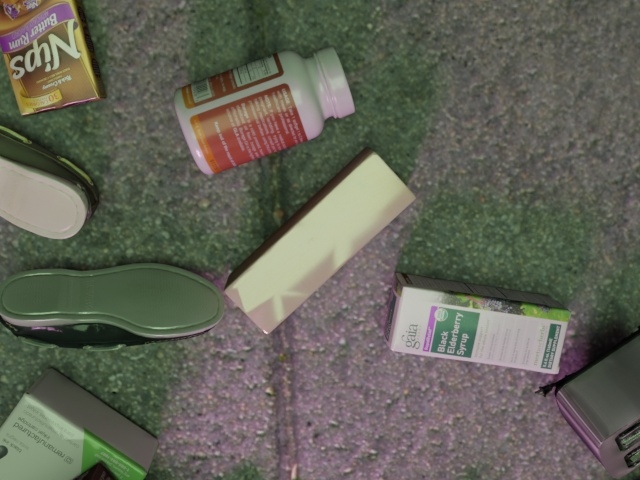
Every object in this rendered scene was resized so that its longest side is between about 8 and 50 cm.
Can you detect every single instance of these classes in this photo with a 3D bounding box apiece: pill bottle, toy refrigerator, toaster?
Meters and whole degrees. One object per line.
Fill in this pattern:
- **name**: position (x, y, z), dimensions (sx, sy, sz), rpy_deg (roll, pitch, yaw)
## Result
- **pill bottle**: position (-0.071, -0.174, 1.051), dimensions (0.216, 0.121, 0.121), rpy_deg (-19, 100, 1)
- **toy refrigerator**: position (0.000, 0.000, 1.094), dimensions (0.269, 0.102, 0.094), rpy_deg (-43, 99, 5)
- **toaster**: position (0.420, 0.227, 1.114), dimensions (0.185, 0.110, 0.168), rpy_deg (-35, 137, 4)

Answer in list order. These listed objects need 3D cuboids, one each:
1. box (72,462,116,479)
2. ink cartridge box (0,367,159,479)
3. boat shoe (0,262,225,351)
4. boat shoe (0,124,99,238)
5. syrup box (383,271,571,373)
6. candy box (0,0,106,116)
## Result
- **box**: position (-0.406, 0.464, 0.999), dimensions (0.381, 0.191, 0.143), rpy_deg (-32, 101, 4)
- **ink cartridge box**: position (-0.391, 0.353, 1.133), dimensions (0.198, 0.115, 0.273), rpy_deg (36, 97, -8)
- **boat shoe**: position (-0.283, 0.096, 1.109), dimensions (0.302, 0.091, 0.114), rpy_deg (6, 56, -2)
- **boat shoe**: position (-0.441, -0.102, 1.066), dimensions (0.305, 0.091, 0.109), rpy_deg (28, 110, -6)
- **syrup box**: position (0.213, 0.114, 1.125), dimensions (0.237, 0.096, 0.093), rpy_deg (9, 100, -5)
- **candy box**: position (-0.361, -0.267, 1.059), dimensions (0.109, 0.053, 0.187), rpy_deg (-13, 101, -1)
